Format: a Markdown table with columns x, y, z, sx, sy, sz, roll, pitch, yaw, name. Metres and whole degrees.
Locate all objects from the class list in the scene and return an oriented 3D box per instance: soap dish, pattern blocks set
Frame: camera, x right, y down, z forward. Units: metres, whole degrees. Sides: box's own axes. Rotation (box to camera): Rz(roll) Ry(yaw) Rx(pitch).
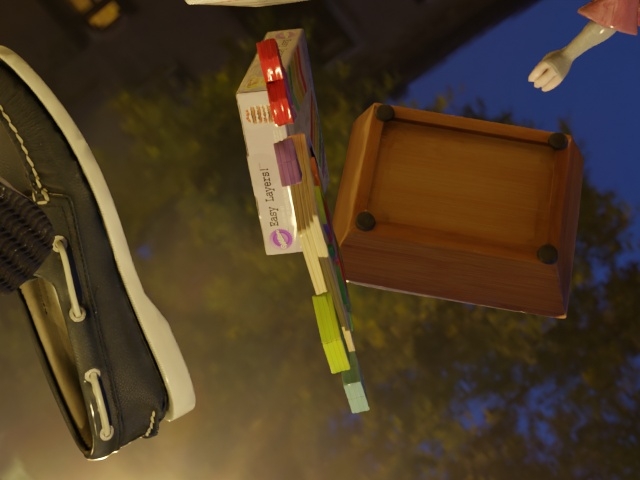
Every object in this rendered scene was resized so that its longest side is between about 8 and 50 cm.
| x | y | z | sx | sy | sz | roll | pitch | yaw | name |
| --- | --- | --- | --- | --- | --- | --- | --- | --- | --- |
| 0.164 | -0.042 | 1.725 | 0.291 | 0.118 | 0.229 | 10 | -121 | 4 | soap dish |
| 0.000 | 0.000 | 1.367 | 0.026 | 0.325 | 0.285 | -13 | -127 | 3 | pattern blocks set |

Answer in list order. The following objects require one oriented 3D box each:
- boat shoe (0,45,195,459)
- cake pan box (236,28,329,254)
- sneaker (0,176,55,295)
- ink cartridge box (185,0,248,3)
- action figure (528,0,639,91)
| x | y | z | sx | sy | sz | roll | pitch | yaw | name |
| --- | --- | --- | --- | --- | --- | --- | --- | --- | --- |
| -0.189 | 0.013 | 1.026 | 0.091 | 0.302 | 0.114 | -31 | -169 | -26 | boat shoe |
| -0.051 | -0.142 | 2.103 | 0.070 | 0.267 | 0.246 | -3 | -154 | 13 | cake pan box |
| -0.209 | -0.029 | 0.814 | 0.057 | 0.161 | 0.075 | -45 | -119 | -6 | sneaker |
| -0.051 | -0.346 | 1.784 | 0.172 | 0.100 | 0.237 | -5 | -173 | 18 | ink cartridge box |
| 0.391 | -0.271 | 1.596 | 0.276 | 0.370 | 0.248 | -40 | -158 | 42 | action figure |
